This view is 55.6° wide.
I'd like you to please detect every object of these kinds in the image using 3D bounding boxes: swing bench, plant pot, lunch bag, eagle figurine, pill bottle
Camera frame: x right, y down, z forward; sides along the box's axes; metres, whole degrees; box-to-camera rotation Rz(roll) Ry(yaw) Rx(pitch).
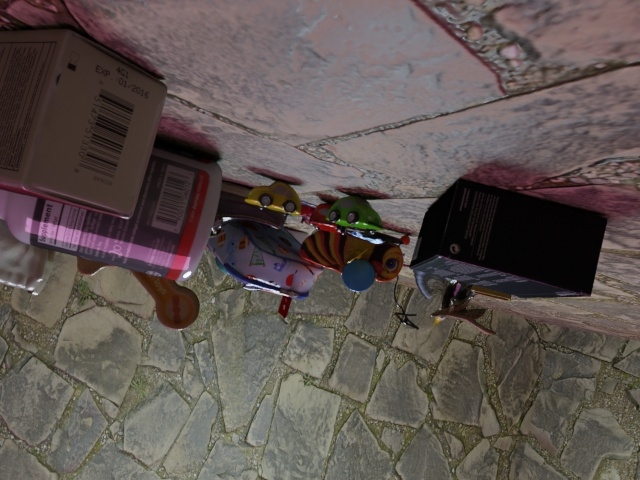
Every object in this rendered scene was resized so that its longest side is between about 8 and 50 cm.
[{"bbox_3d":[-0.634,-0.035,1.065,0.254,0.165,0.253,17,169,17],"label":"swing bench"},{"bbox_3d":[0.379,0.081,1.318,0.081,0.083,0.081,12,174,20],"label":"plant pot"},{"bbox_3d":[-0.136,0.020,1.415,0.243,0.115,0.303,21,-163,-41],"label":"lunch bag"},{"bbox_3d":[0.401,0.162,1.857,0.226,0.225,0.298,56,-160,-14],"label":"eagle figurine"},{"bbox_3d":[-0.355,-0.076,0.953,0.363,0.210,0.210,16,175,-17],"label":"pill bottle"}]

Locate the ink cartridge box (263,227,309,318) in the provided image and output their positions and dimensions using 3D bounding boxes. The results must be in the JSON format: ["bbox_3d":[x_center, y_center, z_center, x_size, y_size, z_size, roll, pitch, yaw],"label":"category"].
[{"bbox_3d":[-0.147,0.101,1.977,0.130,0.272,0.309,15,174,-7],"label":"ink cartridge box"}]

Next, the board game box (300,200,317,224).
[{"bbox_3d":[-0.025,-0.052,1.289,0.168,0.033,0.133,16,175,-23],"label":"board game box"}]

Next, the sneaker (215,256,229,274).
[{"bbox_3d":[-0.240,0.008,1.674,0.295,0.178,0.124,21,-151,-55],"label":"sneaker"}]

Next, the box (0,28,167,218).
[{"bbox_3d":[-0.296,-0.120,0.629,0.232,0.149,0.127,12,175,34],"label":"box"}]

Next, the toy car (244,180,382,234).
[{"bbox_3d":[0.018,-0.053,1.043,0.239,0.053,0.225,18,173,-44],"label":"toy car"}]

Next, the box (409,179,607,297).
[{"bbox_3d":[0.237,0.010,0.829,0.184,0.103,0.261,17,175,2],"label":"box"}]

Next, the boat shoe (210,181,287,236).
[{"bbox_3d":[-0.246,-0.060,1.263,0.355,0.130,0.132,14,175,9],"label":"boat shoe"}]

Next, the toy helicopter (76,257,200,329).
[{"bbox_3d":[-0.334,0.008,1.136,0.355,0.235,0.140,55,171,-10],"label":"toy helicopter"}]

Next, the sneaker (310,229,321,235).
[{"bbox_3d":[0.000,0.000,1.668,0.065,0.061,0.158,19,177,27],"label":"sneaker"}]

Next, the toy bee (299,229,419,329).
[{"bbox_3d":[0.115,0.039,1.326,0.298,0.162,0.195,30,-175,-17],"label":"toy bee"}]

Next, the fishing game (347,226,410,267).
[{"bbox_3d":[0.120,0.005,1.493,0.189,0.041,0.264,10,165,38],"label":"fishing game"}]
